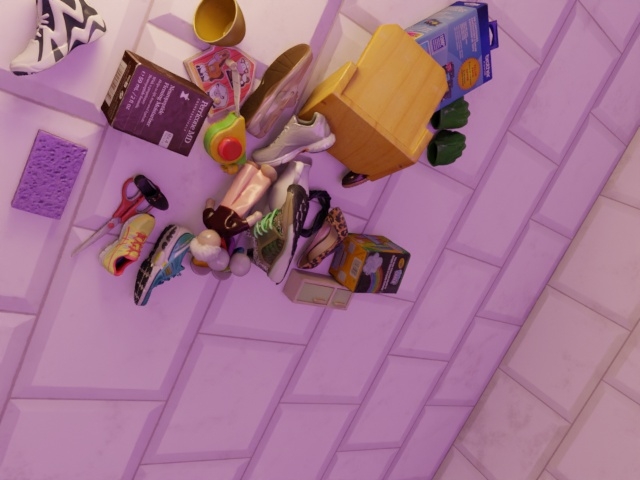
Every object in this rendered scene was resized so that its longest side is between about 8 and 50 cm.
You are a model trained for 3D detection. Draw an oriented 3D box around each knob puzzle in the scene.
[{"bbox_3d":[-0.260,-0.457,1.397,0.213,0.030,0.213,-16,122,-27],"label":"knob puzzle"}]

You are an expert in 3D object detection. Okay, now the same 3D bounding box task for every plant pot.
[{"bbox_3d":[-0.247,-0.561,1.298,0.134,0.134,0.095,-61,156,8],"label":"plant pot"}]

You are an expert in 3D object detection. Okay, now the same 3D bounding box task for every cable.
[{"bbox_3d":[-0.033,-0.095,1.747,0.150,0.047,0.185,-10,124,-39],"label":"cable"}]

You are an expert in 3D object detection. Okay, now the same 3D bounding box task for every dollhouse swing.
[{"bbox_3d":[0.170,-0.436,1.579,0.346,0.315,0.305,33,65,-23],"label":"dollhouse swing"}]

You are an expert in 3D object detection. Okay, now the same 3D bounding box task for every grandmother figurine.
[{"bbox_3d":[-0.272,-0.084,1.476,0.343,0.207,0.104,-60,137,-22],"label":"grandmother figurine"}]

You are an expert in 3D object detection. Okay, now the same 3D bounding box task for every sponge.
[{"bbox_3d":[-0.687,-0.163,1.264,0.117,0.031,0.210,19,102,-39],"label":"sponge"}]

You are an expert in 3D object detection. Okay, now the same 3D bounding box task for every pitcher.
[{"bbox_3d":[-0.092,-0.163,1.579,0.125,0.178,0.207,17,107,-5],"label":"pitcher"}]

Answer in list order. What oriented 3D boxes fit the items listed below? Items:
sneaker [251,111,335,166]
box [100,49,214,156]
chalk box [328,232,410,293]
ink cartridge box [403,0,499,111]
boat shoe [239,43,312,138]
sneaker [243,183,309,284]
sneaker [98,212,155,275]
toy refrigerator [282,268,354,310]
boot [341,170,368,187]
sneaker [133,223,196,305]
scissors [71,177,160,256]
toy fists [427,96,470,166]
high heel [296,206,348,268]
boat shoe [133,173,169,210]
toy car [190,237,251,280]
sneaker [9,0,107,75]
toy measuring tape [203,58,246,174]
[{"bbox_3d":[-0.093,-0.314,1.511,0.262,0.099,0.121,-18,123,7],"label":"sneaker"},{"bbox_3d":[-0.413,-0.344,1.257,0.203,0.167,0.169,18,107,-39],"label":"box"},{"bbox_3d":[0.212,0.089,1.923,0.288,0.179,0.180,6,110,-37],"label":"chalk box"},{"bbox_3d":[0.434,-0.631,1.702,0.395,0.151,0.270,-34,129,-17],"label":"ink cartridge box"},{"bbox_3d":[-0.118,-0.435,1.460,0.302,0.109,0.098,-51,137,7],"label":"boat shoe"},{"bbox_3d":[-0.156,-0.022,1.547,0.181,0.158,0.411,20,136,-1],"label":"sneaker"},{"bbox_3d":[-0.534,0.017,1.418,0.209,0.094,0.081,-51,144,2],"label":"sneaker"},{"bbox_3d":[0.001,0.190,1.887,0.269,0.094,0.102,15,105,-39],"label":"toy refrigerator"},{"bbox_3d":[0.139,-0.322,1.729,0.248,0.090,0.207,-36,116,-9],"label":"boot"},{"bbox_3d":[-0.467,0.087,1.497,0.110,0.107,0.275,32,95,-36],"label":"sneaker"},{"bbox_3d":[-0.572,-0.050,1.411,0.297,0.021,0.109,-53,133,0],"label":"scissors"},{"bbox_3d":[0.485,-0.416,1.889,0.142,0.096,0.279,-14,123,-16],"label":"toy fists"},{"bbox_3d":[0.000,0.000,1.747,0.186,0.093,0.261,-30,151,-24],"label":"high heel"},{"bbox_3d":[-0.472,-0.129,1.401,0.049,0.042,0.133,-43,132,-11],"label":"boat shoe"},{"bbox_3d":[-0.313,0.046,1.579,0.181,0.159,0.137,19,67,-39],"label":"toy car"},{"bbox_3d":[-0.613,-0.480,1.102,0.235,0.094,0.153,-37,128,-13],"label":"sneaker"},{"bbox_3d":[-0.274,-0.329,1.390,0.121,0.121,0.330,-19,131,-25],"label":"toy measuring tape"}]
